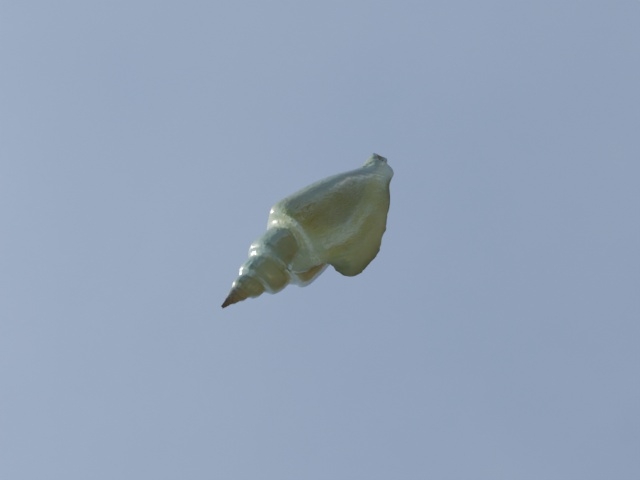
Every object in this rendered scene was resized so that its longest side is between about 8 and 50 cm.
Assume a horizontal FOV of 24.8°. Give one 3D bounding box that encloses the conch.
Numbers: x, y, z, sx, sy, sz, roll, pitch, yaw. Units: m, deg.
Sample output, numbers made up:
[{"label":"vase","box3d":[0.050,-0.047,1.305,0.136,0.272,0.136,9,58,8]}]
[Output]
[{"label":"conch","box3d":[-0.005,-0.006,1.091,0.180,0.088,0.065,-42,-67,-17]}]
